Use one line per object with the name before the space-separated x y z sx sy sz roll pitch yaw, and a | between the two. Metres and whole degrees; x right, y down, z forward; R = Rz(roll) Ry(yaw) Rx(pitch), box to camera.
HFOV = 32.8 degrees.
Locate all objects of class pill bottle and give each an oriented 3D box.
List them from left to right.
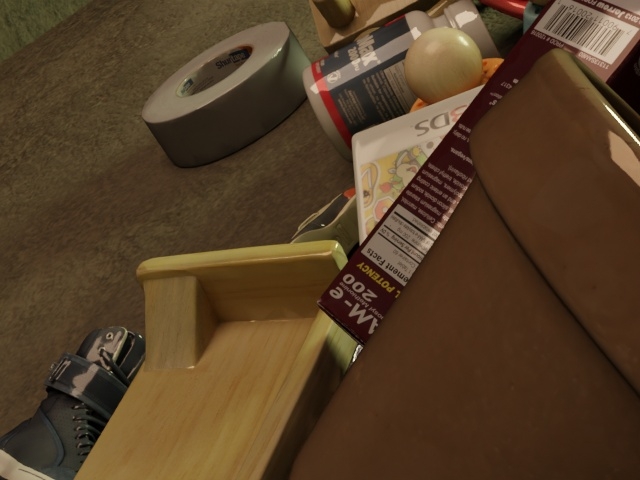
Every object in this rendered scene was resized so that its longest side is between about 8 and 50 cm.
pill bottle | 0.083 -0.162 1.067 0.180 0.108 0.108 -26 26 12

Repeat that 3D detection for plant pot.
plant pot | 0.115 0.087 0.487 0.229 0.263 0.263 -45 22 18

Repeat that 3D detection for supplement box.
supplement box | 0.122 -0.018 0.628 0.239 0.130 0.073 -53 47 2

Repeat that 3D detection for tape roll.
tape roll | -0.116 -0.187 1.374 0.219 0.072 0.219 -27 26 14

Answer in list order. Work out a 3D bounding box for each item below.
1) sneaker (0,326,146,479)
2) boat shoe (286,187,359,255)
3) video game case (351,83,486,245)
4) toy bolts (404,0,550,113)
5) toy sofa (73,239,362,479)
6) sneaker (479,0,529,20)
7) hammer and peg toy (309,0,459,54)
sneaker | -0.164 0.145 0.830 0.163 0.086 0.226 -47 28 -23
boat shoe | 0.000 0.000 0.945 0.137 0.049 0.043 -43 24 -26
video game case | 0.120 -0.007 0.728 0.206 0.026 0.227 -19 59 26
toy bolts | 0.192 -0.141 0.848 0.218 0.158 0.228 -7 36 42
toy sofa | -0.074 0.176 0.597 0.150 0.177 0.362 -7 34 27
sneaker | 0.155 -0.295 1.037 0.314 0.116 0.136 36 40 29
hammer and peg toy | 0.109 -0.323 1.269 0.266 0.127 0.361 -26 52 15
